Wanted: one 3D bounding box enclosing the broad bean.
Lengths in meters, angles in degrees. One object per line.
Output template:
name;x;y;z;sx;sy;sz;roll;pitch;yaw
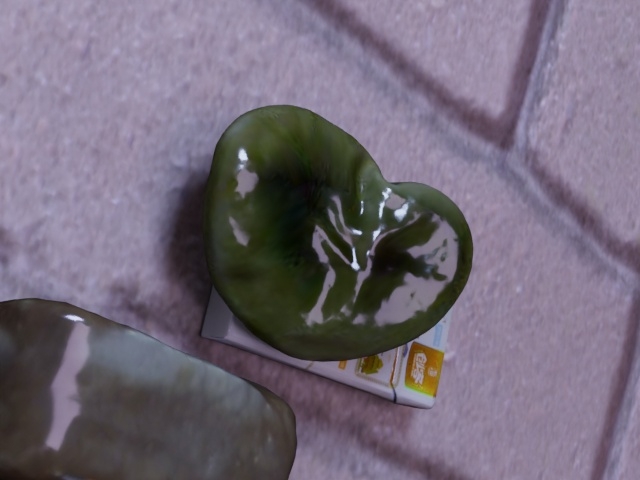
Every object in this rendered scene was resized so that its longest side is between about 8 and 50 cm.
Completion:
broad bean;0.002;0.000;1.138;0.206;0.072;0.153;18;76;-34

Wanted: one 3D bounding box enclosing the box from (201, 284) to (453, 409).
box;0.014;0.036;1.216;0.220;0.032;0.122;23;74;-47

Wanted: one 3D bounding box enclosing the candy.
candy;-0.110;0.106;1.025;0.234;0.102;0.104;26;73;-45
